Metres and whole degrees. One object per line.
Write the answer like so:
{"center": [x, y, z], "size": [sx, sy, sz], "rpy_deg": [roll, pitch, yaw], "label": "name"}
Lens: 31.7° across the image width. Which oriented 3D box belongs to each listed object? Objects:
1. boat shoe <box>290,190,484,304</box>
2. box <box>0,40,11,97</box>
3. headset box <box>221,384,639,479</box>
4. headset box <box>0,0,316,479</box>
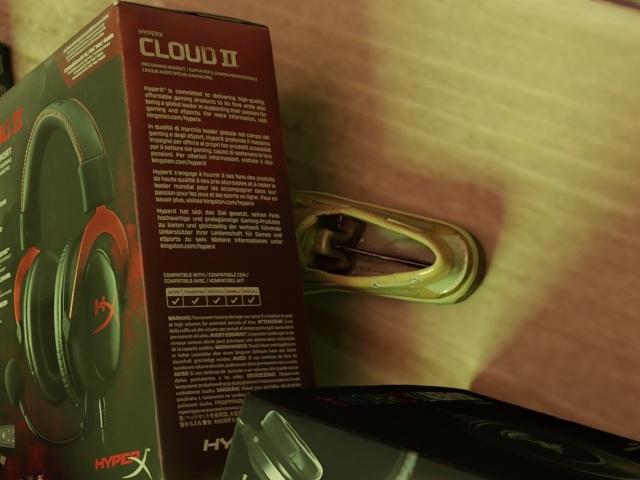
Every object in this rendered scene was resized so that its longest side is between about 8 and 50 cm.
{"center": [0.000, 0.000, 0.683], "size": [0.190, 0.072, 0.068], "rpy_deg": [2, 85, 29], "label": "boat shoe"}
{"center": [-0.312, -0.033, 0.871], "size": [0.175, 0.051, 0.220], "rpy_deg": [-15, 76, 27], "label": "box"}
{"center": [0.130, 0.163, 0.490], "size": [0.283, 0.246, 0.131], "rpy_deg": [14, 91, 30], "label": "headset box"}
{"center": [-0.120, 0.007, 0.689], "size": [0.218, 0.110, 0.293], "rpy_deg": [-20, 73, 49], "label": "headset box"}
